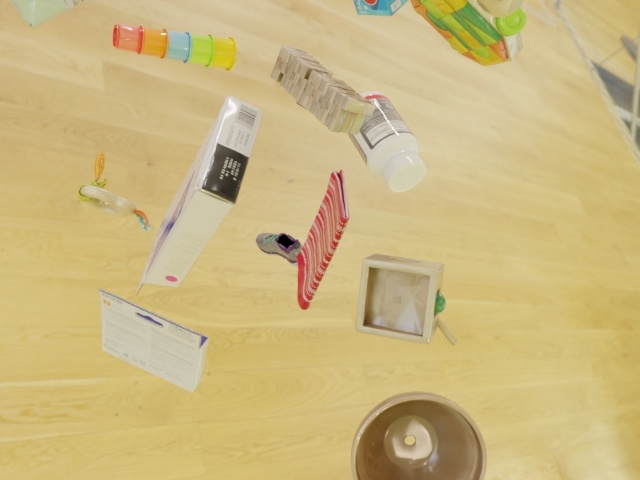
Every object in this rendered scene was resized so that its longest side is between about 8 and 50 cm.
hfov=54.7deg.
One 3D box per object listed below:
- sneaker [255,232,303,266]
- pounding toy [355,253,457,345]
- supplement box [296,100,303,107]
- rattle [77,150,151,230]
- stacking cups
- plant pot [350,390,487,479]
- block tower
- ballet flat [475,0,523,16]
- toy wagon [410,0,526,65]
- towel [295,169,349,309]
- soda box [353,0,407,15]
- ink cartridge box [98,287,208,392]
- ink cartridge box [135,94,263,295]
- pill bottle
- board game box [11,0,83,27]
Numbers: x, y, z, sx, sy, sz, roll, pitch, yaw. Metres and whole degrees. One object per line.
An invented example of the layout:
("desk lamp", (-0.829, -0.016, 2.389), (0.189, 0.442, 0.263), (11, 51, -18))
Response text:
("sneaker", (-0.123, -0.001, 1.871), (0.083, 0.224, 0.098), (-47, 135, -24))
("pounding toy", (0.136, 0.094, 0.926), (0.100, 0.141, 0.130), (-17, 114, -71))
("supplement box", (-0.039, -0.453, 1.976), (0.043, 0.055, 0.083), (-9, 32, -30))
("rattle", (-0.490, -0.120, 1.550), (0.200, 0.130, 0.142), (14, 53, 12))
("stacking cups", (-0.383, -0.520, 1.642), (0.316, 0.096, 0.096), (0, 62, -33))
("plant pot", (0.170, 0.381, 1.123), (0.237, 0.237, 0.110), (49, 1, -4))
("block tower", (-0.006, -0.380, 1.556), (0.091, 0.097, 0.335), (1, 34, -40))
("ballet flat", (0.208, -0.365, 0.750), (0.248, 0.086, 0.086), (68, 20, -48))
("toy wagon", (0.265, -0.497, 1.275), (0.344, 0.068, 0.267), (39, 2, -14))
("towel", (0.000, 0.000, 1.386), (0.031, 0.274, 0.198), (14, 36, -14))
("soda box", (0.136, -0.440, 0.980), (0.210, 0.071, 0.067), (-48, 134, -25))
("ink cartridge box", (-0.334, 0.191, 1.240), (0.223, 0.224, 0.045), (24, 46, 5))
("ink cartridge box", (-0.201, -0.046, 0.972), (0.069, 0.371, 0.175), (24, 55, -19))
("pill bottle", (0.203, -0.309, 1.954), (0.176, 0.176, 0.318), (6, 46, -40))
("board game box", (-0.607, -0.596, 1.318), (0.224, 0.098, 0.303), (62, 6, -28))
